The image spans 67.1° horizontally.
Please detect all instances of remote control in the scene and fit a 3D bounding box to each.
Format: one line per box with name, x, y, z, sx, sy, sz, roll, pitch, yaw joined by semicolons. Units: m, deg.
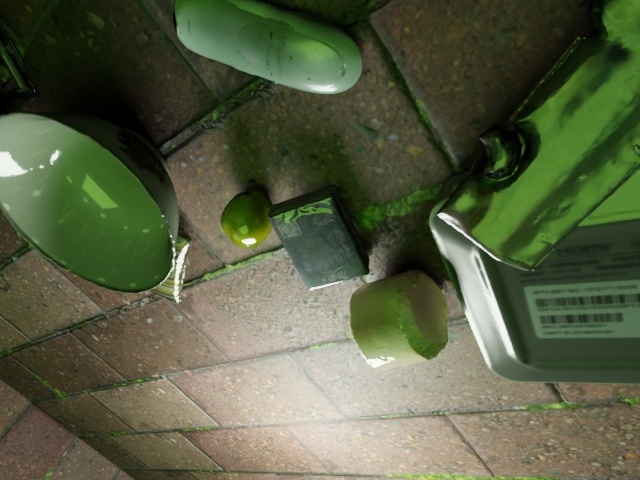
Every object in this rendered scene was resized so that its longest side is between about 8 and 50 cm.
remote control;-0.072;-0.242;0.596;0.256;0.045;0.097;19;135;13

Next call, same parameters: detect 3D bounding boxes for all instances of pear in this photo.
pear;-0.117;-0.038;0.777;0.092;0.092;0.097;21;93;7

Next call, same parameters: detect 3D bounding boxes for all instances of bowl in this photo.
bowl;-0.350;-0.086;0.791;0.337;0.158;0.337;13;133;14

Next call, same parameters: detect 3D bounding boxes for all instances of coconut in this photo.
coconut;0.116;0.129;0.770;0.152;0.147;0.147;-27;114;38

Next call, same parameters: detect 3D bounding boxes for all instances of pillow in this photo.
pillow;-0.364;0.022;0.969;0.208;0.052;0.212;25;135;1

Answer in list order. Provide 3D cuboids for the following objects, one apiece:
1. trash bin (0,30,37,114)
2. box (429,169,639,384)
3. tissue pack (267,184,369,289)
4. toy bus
trash bin;-0.690;-0.260;0.757;0.367;0.296;0.256;16;138;32
box;0.362;0.050;0.619;0.367;0.090;0.373;-11;125;32
tissue pack;0.000;0.000;0.761;0.112;0.051;0.156;-17;120;18
toy bus;0.252;-0.117;0.450;0.138;0.112;0.317;40;123;7
